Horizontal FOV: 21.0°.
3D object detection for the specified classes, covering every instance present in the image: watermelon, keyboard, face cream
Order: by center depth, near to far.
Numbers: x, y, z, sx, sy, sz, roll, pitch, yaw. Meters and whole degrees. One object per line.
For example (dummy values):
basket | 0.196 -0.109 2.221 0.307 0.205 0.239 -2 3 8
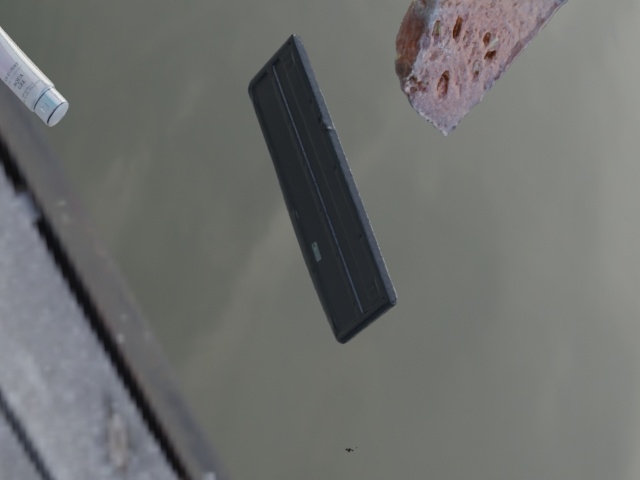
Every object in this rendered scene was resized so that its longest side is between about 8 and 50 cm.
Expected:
face cream | -0.237 -0.134 1.326 0.115 0.038 0.020 46 27 16
keyboard | 0.011 0.001 1.533 0.041 0.103 0.381 2 62 -33
watermelon | 0.170 -0.259 2.080 0.193 0.140 0.256 21 101 -30
